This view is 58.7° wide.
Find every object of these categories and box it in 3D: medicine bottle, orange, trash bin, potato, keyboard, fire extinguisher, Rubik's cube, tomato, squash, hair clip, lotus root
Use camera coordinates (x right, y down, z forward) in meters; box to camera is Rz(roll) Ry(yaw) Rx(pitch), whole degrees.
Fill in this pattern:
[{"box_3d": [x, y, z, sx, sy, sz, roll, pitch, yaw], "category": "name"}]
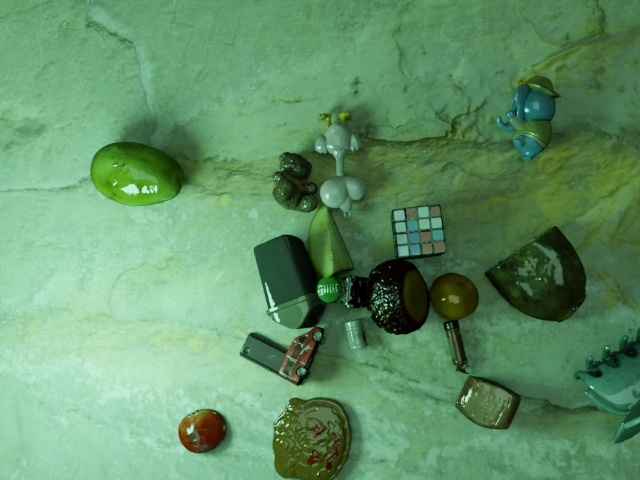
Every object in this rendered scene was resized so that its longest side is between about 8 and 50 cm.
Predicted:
[{"box_3d": [0.115, 0.305, 1.853, 0.058, 0.058, 0.091, -14, 83, 3], "category": "medicine bottle"}, {"box_3d": [0.419, 0.181, 1.802, 0.158, 0.159, 0.136, 18, 129, 6], "category": "orange"}, {"box_3d": [-0.093, 0.140, 1.814, 0.182, 0.209, 0.291, -22, 77, 14], "category": "trash bin"}, {"box_3d": [-0.612, -0.218, 1.897, 0.304, 0.216, 0.216, 12, 85, -4], "category": "potato"}, {"box_3d": [-0.153, 0.393, 1.882, 0.230, 0.025, 0.094, 27, 85, 6], "category": "keyboard"}, {"box_3d": [0.441, 0.346, 1.829, 0.062, 0.050, 0.177, -8, 83, -35], "category": "fire extinguisher"}, {"box_3d": [0.309, -0.021, 1.826, 0.154, 0.151, 0.154, -6, 83, 4], "category": "Rubik's cube"}, {"box_3d": [-0.390, 0.622, 1.845, 0.159, 0.091, 0.139, -17, 84, 0], "category": "tomato"}, {"box_3d": [0.000, 0.000, 1.854, 0.093, 0.169, 0.252, -26, 81, 24], "category": "squash"}, {"box_3d": [0.947, 0.409, 1.674, 0.318, 0.392, 0.238, -30, 57, 3], "category": "hair clip"}, {"box_3d": [0.705, 0.132, 1.783, 0.267, 0.149, 0.260, -34, 82, 3], "category": "lotus root"}]

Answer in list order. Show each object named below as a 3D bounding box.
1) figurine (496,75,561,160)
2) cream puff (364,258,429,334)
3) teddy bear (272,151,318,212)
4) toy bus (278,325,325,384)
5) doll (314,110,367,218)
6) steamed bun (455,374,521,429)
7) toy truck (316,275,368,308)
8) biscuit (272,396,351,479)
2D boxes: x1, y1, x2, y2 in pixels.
[{"box_3d": [0.676, -0.402, 1.838, 0.179, 0.154, 0.262, 24, 82, -5], "category": "figurine"}, {"box_3d": [0.234, 0.177, 1.782, 0.164, 0.239, 0.239, -11, 82, 34], "category": "cream puff"}, {"box_3d": [-0.092, -0.198, 1.896, 0.177, 0.140, 0.190, 22, 73, -35], "category": "teddy bear"}, {"box_3d": [-0.055, 0.363, 1.838, 0.089, 0.081, 0.195, 21, 75, 15], "category": "toy bus"}, {"box_3d": [0.068, -0.254, 1.899, 0.160, 0.094, 0.366, -6, 85, -4], "category": "doll"}, {"box_3d": [0.522, 0.508, 1.780, 0.175, 0.106, 0.145, 21, 91, 20], "category": "steamed bun"}, {"box_3d": [0.074, 0.158, 1.782, 0.124, 0.242, 0.101, 2, 84, 17], "category": "toy truck"}, {"box_3d": [-0.029, 0.641, 1.837, 0.257, 0.049, 0.273, 7, 83, 6], "category": "biscuit"}]
